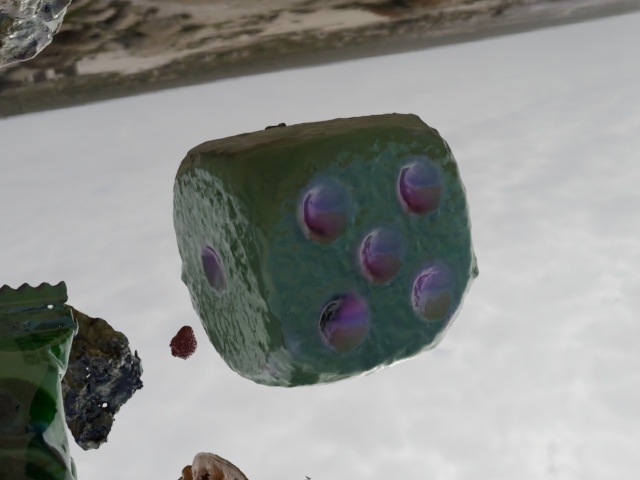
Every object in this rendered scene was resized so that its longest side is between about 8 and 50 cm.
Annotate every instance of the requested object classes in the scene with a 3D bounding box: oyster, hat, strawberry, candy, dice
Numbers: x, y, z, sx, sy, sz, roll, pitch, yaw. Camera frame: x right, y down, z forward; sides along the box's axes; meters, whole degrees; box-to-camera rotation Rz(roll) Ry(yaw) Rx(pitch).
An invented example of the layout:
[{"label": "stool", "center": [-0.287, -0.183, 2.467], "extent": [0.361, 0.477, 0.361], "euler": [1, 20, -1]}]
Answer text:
[{"label": "oyster", "center": [-0.422, 0.228, 1.374], "extent": [0.223, 0.214, 0.083], "euler": [31, -167, -2]}, {"label": "hat", "center": [-0.266, 0.587, 1.610], "extent": [0.233, 0.233, 0.244], "euler": [-37, -159, 10]}, {"label": "strawberry", "center": [-0.338, 0.248, 1.965], "extent": [0.073, 0.083, 0.073], "euler": [1, -163, 0]}, {"label": "candy", "center": [-0.410, 0.226, 0.995], "extent": [0.263, 0.398, 0.172], "euler": [-1, 149, -35]}, {"label": "oyster", "center": [-0.588, -0.388, 1.483], "extent": [0.354, 0.107, 0.201], "euler": [-17, -174, 29]}, {"label": "dice", "center": [0.000, 0.000, 1.099], "extent": [0.330, 0.318, 0.322], "euler": [-16, -166, -29]}]

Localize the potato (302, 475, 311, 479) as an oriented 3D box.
[{"label": "potato", "center": [-0.035, 0.427, 1.062], "extent": [0.182, 0.117, 0.202], "euler": [-47, 179, -33]}]
